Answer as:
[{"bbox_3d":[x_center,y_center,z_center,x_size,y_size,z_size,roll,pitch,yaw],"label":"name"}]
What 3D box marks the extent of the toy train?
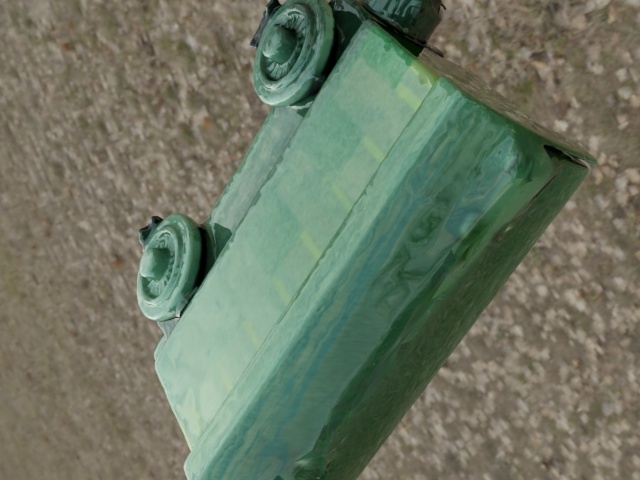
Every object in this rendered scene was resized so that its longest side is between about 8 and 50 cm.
[{"bbox_3d":[0.000,0.000,0.549,0.301,0.120,0.202,-56,41,19],"label":"toy train"}]
